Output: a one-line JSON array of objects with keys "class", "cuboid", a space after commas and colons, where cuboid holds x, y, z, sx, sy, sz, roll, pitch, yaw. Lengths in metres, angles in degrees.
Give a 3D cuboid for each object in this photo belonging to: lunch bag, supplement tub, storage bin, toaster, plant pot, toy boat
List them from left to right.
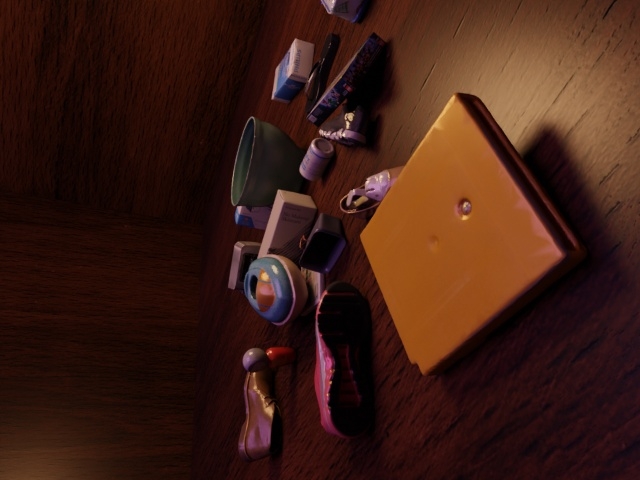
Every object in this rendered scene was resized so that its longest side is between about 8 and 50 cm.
[{"class": "toaster", "cuboid": [-0.202, 0.086, 1.648, 0.110, 0.168, 0.186, -169, 88, -68]}, {"class": "toy boat", "cuboid": [-0.139, 0.198, 1.368, 0.267, 0.148, 0.319, 3, 93, 60]}, {"class": "plant pot", "cuboid": [-0.165, -0.239, 1.656, 0.293, 0.196, 0.293, -169, 90, -70]}, {"class": "supplement tub", "cuboid": [-0.010, -0.228, 1.411, 0.107, 0.071, 0.071, 122, 151, -45]}, {"class": "storage bin", "cuboid": [0.000, 0.000, 1.253, 0.091, 0.098, 0.135, -86, 18, -48]}, {"class": "lunch bag", "cuboid": [0.072, -0.754, 1.391, 0.303, 0.114, 0.243, -103, 28, -47]}]

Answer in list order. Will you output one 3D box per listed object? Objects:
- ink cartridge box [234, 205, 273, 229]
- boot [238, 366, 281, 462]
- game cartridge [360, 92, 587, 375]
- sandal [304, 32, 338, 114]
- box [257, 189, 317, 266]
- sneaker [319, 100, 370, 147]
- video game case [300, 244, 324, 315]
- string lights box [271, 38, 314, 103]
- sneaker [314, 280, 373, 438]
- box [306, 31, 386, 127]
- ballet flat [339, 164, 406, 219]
[{"class": "ink cartridge box", "cuboid": [-0.227, -0.146, 1.862, 0.082, 0.139, 0.191, -111, 37, -58]}, {"class": "boot", "cuboid": [-0.159, 0.484, 1.476, 0.115, 0.112, 0.305, -27, 45, 29]}, {"class": "game cartridge", "cuboid": [0.184, 0.004, 0.728, 0.324, 0.052, 0.285, -61, 39, 46]}, {"class": "sandal", "cuboid": [-0.011, -0.528, 1.586, 0.097, 0.054, 0.255, -118, 43, -60]}, {"class": "box", "cuboid": [-0.107, -0.005, 1.511, 0.094, 0.113, 0.275, -115, 39, -58]}, {"class": "sneaker", "cuboid": [0.066, -0.289, 1.236, 0.106, 0.078, 0.234, -70, 21, 7]}, {"class": "video game case", "cuboid": [-0.022, 0.110, 1.354, 0.143, 0.019, 0.157, 134, 140, -58]}, {"class": "string lights box", "cuboid": [-0.107, -0.622, 1.863, 0.259, 0.076, 0.134, 167, 111, -69]}, {"class": "sneaker", "cuboid": [0.025, 0.238, 1.020, 0.136, 0.115, 0.314, 131, 144, -58]}, {"class": "box", "cuboid": [0.059, -0.392, 1.248, 0.159, 0.044, 0.233, -57, 12, -20]}, {"class": "ballet flat", "cuboid": [0.108, -0.092, 1.016, 0.232, 0.073, 0.080, 145, 132, -63]}]
